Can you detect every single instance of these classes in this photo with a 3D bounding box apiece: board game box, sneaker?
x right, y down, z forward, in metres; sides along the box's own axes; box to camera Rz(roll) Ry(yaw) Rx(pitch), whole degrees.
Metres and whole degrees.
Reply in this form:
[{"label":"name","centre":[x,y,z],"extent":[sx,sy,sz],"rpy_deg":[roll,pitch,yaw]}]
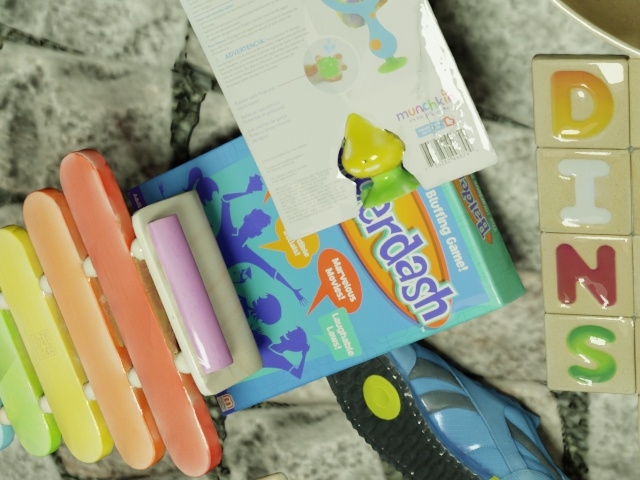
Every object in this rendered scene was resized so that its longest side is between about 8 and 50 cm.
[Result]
[{"label":"board game box","centre":[0.000,0.000,1.041],"extent":[0.210,0.047,0.160],"rpy_deg":[-24,89,27]},{"label":"sneaker","centre":[0.086,0.117,1.096],"extent":[0.209,0.082,0.069],"rpy_deg":[46,137,13]}]

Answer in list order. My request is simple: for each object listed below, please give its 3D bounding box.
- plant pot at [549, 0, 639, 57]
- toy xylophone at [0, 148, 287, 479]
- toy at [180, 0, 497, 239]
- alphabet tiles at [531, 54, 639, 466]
[{"label":"plant pot","centre":[0.218,-0.239,0.783],"extent":[0.284,0.191,0.284],"rpy_deg":[8,119,15]},{"label":"toy xylophone","centre":[-0.142,0.085,1.074],"extent":[0.322,0.081,0.236],"rpy_deg":[-31,85,46]},{"label":"toy","centre":[-0.002,-0.132,0.955],"extent":[0.137,0.056,0.237],"rpy_deg":[-21,97,23]},{"label":"alphabet tiles","centre":[0.271,-0.002,0.994],"extent":[0.285,0.011,0.343],"rpy_deg":[3,117,18]}]
